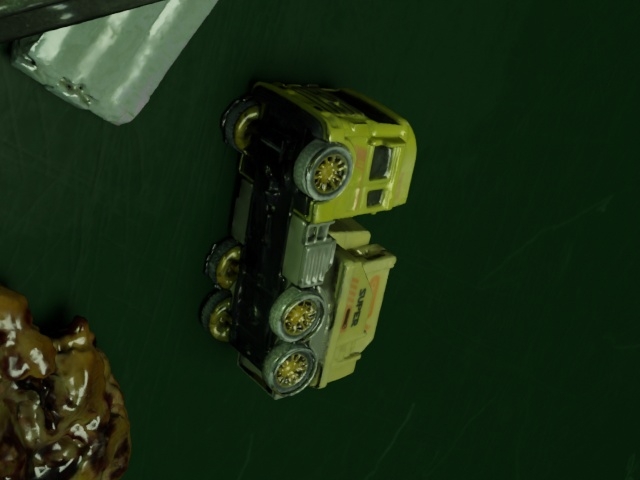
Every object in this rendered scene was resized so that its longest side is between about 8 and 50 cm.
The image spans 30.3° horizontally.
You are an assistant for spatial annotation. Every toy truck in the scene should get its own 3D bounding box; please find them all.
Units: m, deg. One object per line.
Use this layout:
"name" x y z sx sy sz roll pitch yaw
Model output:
"toy truck" 0.000 0.000 1.026 0.157 0.124 0.272 -10 122 -38

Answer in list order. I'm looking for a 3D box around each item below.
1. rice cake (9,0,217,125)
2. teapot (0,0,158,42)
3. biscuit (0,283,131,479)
"rice cake" -0.126 -0.188 0.858 0.124 0.038 0.211 29 94 -48
"teapot" -0.118 -0.254 0.676 0.321 0.239 0.239 -17 104 -11
"biscuit" -0.273 0.191 0.929 0.289 0.081 0.334 -27 132 -27
